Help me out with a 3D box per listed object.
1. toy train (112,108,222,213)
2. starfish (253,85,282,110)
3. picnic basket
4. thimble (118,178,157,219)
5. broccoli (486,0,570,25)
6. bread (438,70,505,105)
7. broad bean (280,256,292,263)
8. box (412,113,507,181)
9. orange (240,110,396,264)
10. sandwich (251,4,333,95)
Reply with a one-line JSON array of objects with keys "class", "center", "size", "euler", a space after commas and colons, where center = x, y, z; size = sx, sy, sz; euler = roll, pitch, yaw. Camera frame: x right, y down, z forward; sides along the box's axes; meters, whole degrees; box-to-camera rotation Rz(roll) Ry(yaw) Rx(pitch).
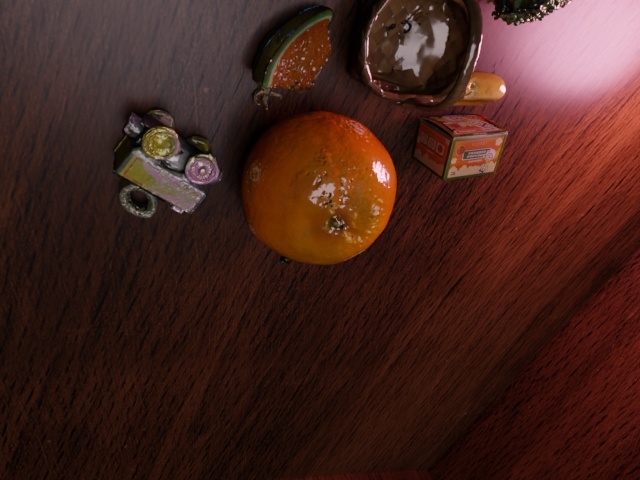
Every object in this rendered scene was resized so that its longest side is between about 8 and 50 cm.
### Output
[{"class": "toy train", "center": [-0.366, -0.189, 1.047], "size": [0.177, 0.134, 0.261], "euler": [-47, 129, 12]}, {"class": "starfish", "center": [-0.131, -0.378, 1.092], "size": [0.091, 0.028, 0.078], "euler": [-40, 133, 2]}, {"class": "picnic basket", "center": [0.259, -0.451, 1.035], "size": [0.338, 0.337, 0.292], "euler": [-5, 125, -22]}, {"class": "thimble", "center": [-0.461, -0.108, 1.108], "size": [0.085, 0.062, 0.109], "euler": [-23, 130, -8]}, {"class": "broccoli", "center": [0.552, -0.671, 1.095], "size": [0.181, 0.272, 0.243], "euler": [9, 161, -40]}, {"class": "bread", "center": [0.433, -0.441, 1.256], "size": [0.173, 0.134, 0.085], "euler": [-8, 95, -26]}, {"class": "broad bean", "center": [0.000, -0.001, 1.420], "size": [0.298, 0.043, 0.060], "euler": [-25, 142, -6]}, {"class": "box", "center": [0.415, -0.290, 1.316], "size": [0.195, 0.177, 0.148], "euler": [-9, 126, -19]}, {"class": "orange", "center": [0.004, -0.124, 1.145], "size": [0.425, 0.326, 0.423], "euler": [-12, 126, -17]}, {"class": "sandwich", "center": [-0.058, -0.454, 1.033], "size": [0.159, 0.079, 0.235], "euler": [17, 110, -53]}]
